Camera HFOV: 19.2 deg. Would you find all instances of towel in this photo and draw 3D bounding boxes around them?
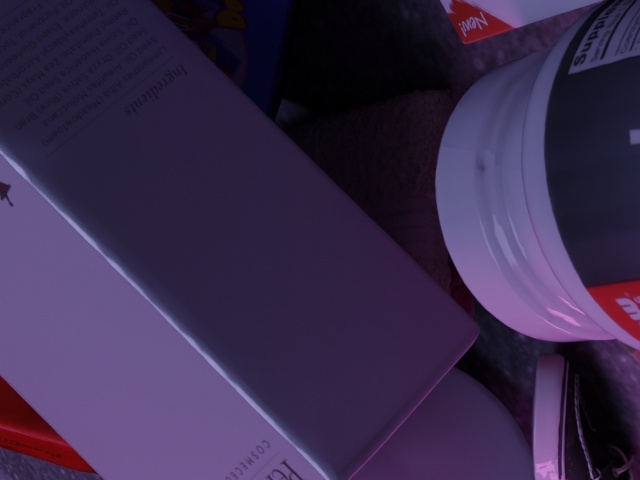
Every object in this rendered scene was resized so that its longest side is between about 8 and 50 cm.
[{"bbox_3d":[0.000,0.000,1.379,0.282,0.049,0.187,-13,71,54],"label":"towel"}]

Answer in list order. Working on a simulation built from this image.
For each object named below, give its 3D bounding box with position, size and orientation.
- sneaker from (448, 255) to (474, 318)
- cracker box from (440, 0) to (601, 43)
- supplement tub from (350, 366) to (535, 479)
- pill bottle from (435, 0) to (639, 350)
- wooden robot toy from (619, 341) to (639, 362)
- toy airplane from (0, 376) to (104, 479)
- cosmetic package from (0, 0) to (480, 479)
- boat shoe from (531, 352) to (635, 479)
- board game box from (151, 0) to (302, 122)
[{"bbox_3d":[0.054,0.041,1.429,0.170,0.063,0.075,29,141,40],"label":"sneaker"},{"bbox_3d":[0.096,-0.240,1.095,0.156,0.067,0.232,-12,112,55],"label":"cracker box"},{"bbox_3d":[0.025,0.254,1.504,0.241,0.241,0.331,44,148,13],"label":"supplement tub"},{"bbox_3d":[0.236,-0.045,0.973,0.363,0.210,0.210,-13,111,56],"label":"pill bottle"},{"bbox_3d":[0.170,0.020,1.281,0.173,0.076,0.079,33,178,28],"label":"wooden robot toy"},{"bbox_3d":[-0.285,0.091,1.714,0.386,0.272,0.384,3,157,35],"label":"toy airplane"},{"bbox_3d":[-0.143,-0.010,1.236,0.453,0.161,0.230,44,145,3],"label":"cosmetic package"},{"bbox_3d":[0.196,0.175,1.380,0.070,0.078,0.219,-4,121,13],"label":"boat shoe"},{"bbox_3d":[-0.123,-0.215,1.291,0.233,0.078,0.347,16,142,1],"label":"board game box"}]
